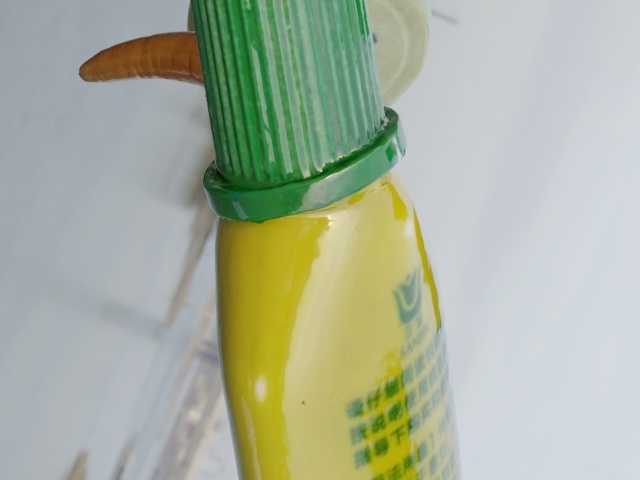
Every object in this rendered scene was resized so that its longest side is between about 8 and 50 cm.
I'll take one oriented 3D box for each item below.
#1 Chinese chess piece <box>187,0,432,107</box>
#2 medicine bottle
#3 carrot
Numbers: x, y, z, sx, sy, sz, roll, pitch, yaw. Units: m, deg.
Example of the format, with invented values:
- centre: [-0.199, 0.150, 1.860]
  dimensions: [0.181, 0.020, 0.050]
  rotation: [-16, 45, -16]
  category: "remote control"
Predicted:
- centre: [-0.006, -0.124, 1.031]
  dimensions: [0.144, 0.144, 0.058]
  rotation: [114, -28, -43]
  category: "Chinese chess piece"
- centre: [0.000, 0.000, 0.631]
  dimensions: [0.111, 0.076, 0.309]
  rotation: [-46, 137, -49]
  category: "medicine bottle"
- centre: [-0.057, -0.087, 0.870]
  dimensions: [0.035, 0.142, 0.035]
  rotation: [-16, 108, -61]
  category: "carrot"
